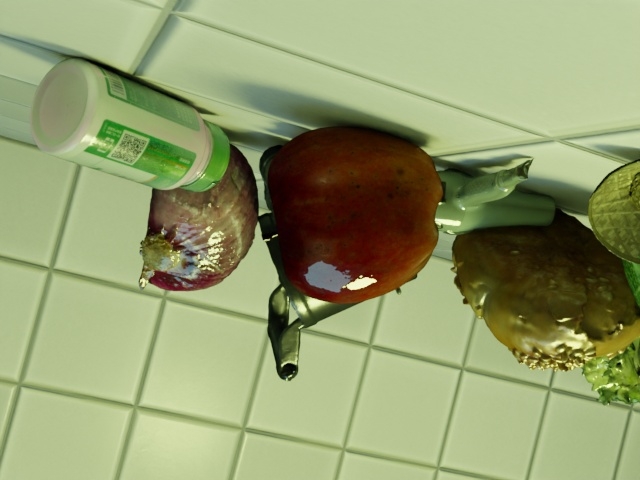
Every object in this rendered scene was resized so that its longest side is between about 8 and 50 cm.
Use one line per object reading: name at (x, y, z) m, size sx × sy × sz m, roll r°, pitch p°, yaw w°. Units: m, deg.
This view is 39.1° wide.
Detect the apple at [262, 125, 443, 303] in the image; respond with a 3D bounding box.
apple at (0.038, -0.031, 1.128) m, size 0.234 × 0.234 × 0.234 m, roll 14°, pitch 178°, yaw 1°

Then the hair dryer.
hair dryer at (0.258, -0.056, 1.201) m, size 0.229 × 0.092 × 0.267 m, roll 7°, pitch 172°, yaw -33°

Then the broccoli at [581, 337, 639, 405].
broccoli at (0.609, 0.131, 1.746) m, size 0.293 × 0.347 × 0.281 m, roll -22°, pitch 142°, yaw -4°

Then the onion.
onion at (-0.174, -0.066, 1.539) m, size 0.159 × 0.267 × 0.348 m, roll 17°, pitch -140°, yaw 4°

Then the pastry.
pastry at (0.329, 0.073, 1.295) m, size 0.255 × 0.161 × 0.311 m, roll -8°, pitch -149°, yaw -21°

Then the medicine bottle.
medicine bottle at (-0.250, -0.147, 1.247) m, size 0.133 × 0.133 × 0.274 m, roll 13°, pitch 178°, yaw 38°

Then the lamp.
lamp at (0.038, 0.019, 1.494) m, size 0.272 × 0.374 × 0.205 m, roll -6°, pitch -157°, yaw -6°

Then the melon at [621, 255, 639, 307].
melon at (0.449, 0.033, 1.121) m, size 0.124 × 0.196 × 0.323 m, roll -17°, pitch 169°, yaw 21°

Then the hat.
hat at (0.349, -0.046, 0.917) m, size 0.146 × 0.067 × 0.146 m, roll 11°, pitch 135°, yaw 12°
